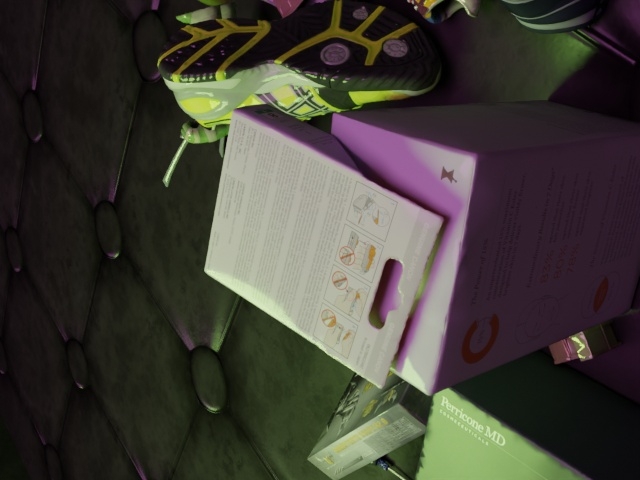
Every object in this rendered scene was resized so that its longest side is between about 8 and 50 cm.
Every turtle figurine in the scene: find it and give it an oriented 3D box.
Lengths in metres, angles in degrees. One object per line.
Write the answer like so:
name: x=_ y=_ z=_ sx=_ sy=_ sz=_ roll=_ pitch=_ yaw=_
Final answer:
turtle figurine: x=-0.180 y=-0.235 z=1.226 sx=0.275 sy=0.198 sz=0.266 roll=2 pitch=113 yaw=45

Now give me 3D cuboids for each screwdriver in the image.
screwdriver: x=0.115 y=0.365 z=1.176 sx=0.170 sy=0.025 sz=0.024 roll=31 pitch=121 yaw=42

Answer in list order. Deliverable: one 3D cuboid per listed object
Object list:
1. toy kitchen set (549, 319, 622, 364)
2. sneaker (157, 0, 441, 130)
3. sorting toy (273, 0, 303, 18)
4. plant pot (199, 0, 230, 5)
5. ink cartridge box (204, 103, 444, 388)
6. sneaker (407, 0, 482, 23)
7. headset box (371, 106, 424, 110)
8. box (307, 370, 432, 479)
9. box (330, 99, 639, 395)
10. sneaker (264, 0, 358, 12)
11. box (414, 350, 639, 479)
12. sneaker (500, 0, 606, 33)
toy kitchen set: x=0.286 y=0.107 z=0.874 sx=0.083 sy=0.075 sz=0.068 roll=-30 pitch=75 yaw=44
sneaker: x=-0.023 y=-0.230 z=1.047 sx=0.385 sy=0.147 sz=0.145 roll=3 pitch=59 yaw=15
sorting toy: x=-0.040 y=-0.357 z=1.056 sx=0.083 sy=0.012 sz=0.062 roll=-35 pitch=78 yaw=48
plant pot: x=-0.224 y=-0.505 z=0.998 sx=0.366 sy=0.353 sz=0.366 roll=-21 pitch=58 yaw=39
ink cartridge box: x=0.000 y=0.000 z=0.684 sx=0.225 sy=0.056 sz=0.181 roll=29 pitch=121 yaw=24
sneaker: x=0.127 y=-0.321 z=0.963 sx=0.185 sy=0.070 sz=0.083 roll=15 pitch=105 yaw=48
headset box: x=0.079 y=-0.036 z=1.055 sx=0.293 sy=0.110 sz=0.218 roll=-35 pitch=72 yaw=48
box: x=0.094 y=0.217 z=1.044 sx=0.056 sy=0.183 sz=0.231 roll=41 pitch=136 yaw=-4
box: x=0.180 y=-0.017 z=0.760 sx=0.168 sy=0.345 sz=0.215 roll=27 pitch=118 yaw=43
sneaker: x=-0.041 y=-0.422 z=1.116 sx=0.296 sy=0.105 sz=0.146 roll=38 pitch=124 yaw=31
box: x=0.282 y=0.342 z=0.855 sx=0.343 sy=0.179 sz=0.312 roll=30 pitch=121 yaw=41
sneaker: x=0.304 y=-0.315 z=0.753 sx=0.282 sy=0.153 sz=0.099 roll=-31 pitch=70 yaw=17
